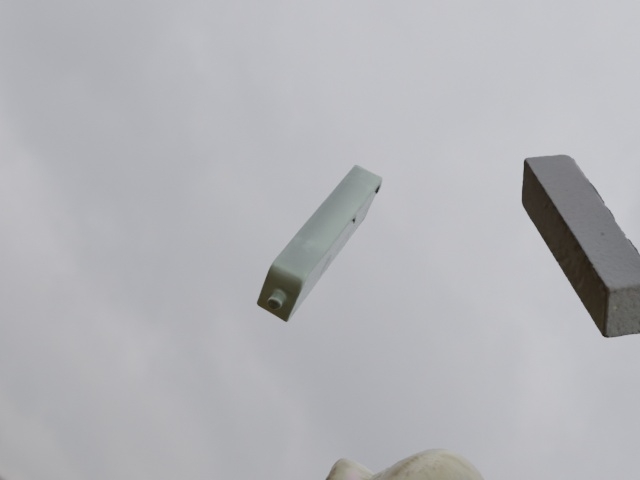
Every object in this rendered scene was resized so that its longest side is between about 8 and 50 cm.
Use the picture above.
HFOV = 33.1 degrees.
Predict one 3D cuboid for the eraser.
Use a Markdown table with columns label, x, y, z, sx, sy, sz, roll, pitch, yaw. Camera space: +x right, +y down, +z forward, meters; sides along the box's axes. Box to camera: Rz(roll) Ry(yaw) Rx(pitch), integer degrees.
| label | x | y | z | sx | sy | sz | roll | pitch | yaw |
| --- | --- | --- | --- | --- | --- | --- | --- | --- | --- |
| eraser | 0.460 | 0.003 | 1.864 | 0.352 | 0.111 | 0.077 | 65 | -31 | 33 |

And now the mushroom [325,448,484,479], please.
| label | x | y | z | sx | sy | sz | roll | pitch | yaw |
| --- | --- | --- | --- | --- | --- | --- | --- | --- | --- |
| mushroom | 0.104 | 0.384 | 1.462 | 0.234 | 0.260 | 0.254 | 40 | 2 | 32 |

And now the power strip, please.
| label | x | y | z | sx | sy | sz | roll | pitch | yaw |
| --- | --- | --- | --- | --- | --- | --- | --- | --- | --- |
| power strip | 0.001 | 0.000 | 1.633 | 0.062 | 0.385 | 0.091 | 28 | -56 | 7 |
